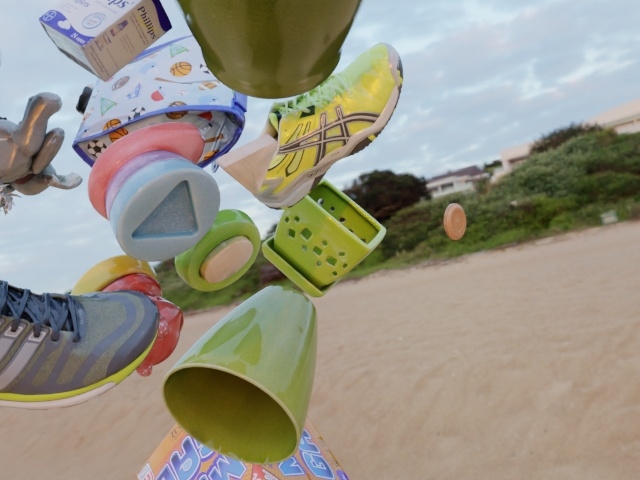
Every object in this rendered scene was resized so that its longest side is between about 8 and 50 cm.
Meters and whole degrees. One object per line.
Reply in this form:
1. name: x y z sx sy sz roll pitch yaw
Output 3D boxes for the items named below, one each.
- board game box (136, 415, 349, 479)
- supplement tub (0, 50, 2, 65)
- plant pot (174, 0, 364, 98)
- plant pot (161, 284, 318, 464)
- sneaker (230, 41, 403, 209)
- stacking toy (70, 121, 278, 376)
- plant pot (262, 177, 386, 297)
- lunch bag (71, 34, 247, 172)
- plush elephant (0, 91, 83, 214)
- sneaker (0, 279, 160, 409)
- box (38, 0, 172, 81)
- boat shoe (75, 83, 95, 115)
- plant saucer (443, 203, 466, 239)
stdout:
1. board game box: -0.199 0.650 1.878 0.356 0.356 0.356 26 -74 -45
2. supplement tub: -0.781 -0.473 1.371 0.241 0.241 0.331 -11 -38 -9
3. plant pot: -0.073 -0.402 1.024 0.367 0.366 0.353 -11 -26 -8
4. plant pot: -0.117 0.230 1.374 0.275 0.274 0.293 -14 31 33
5. sneaker: -0.005 -0.218 1.300 0.384 0.145 0.147 -46 -46 12
6. stacking toy: -0.156 0.012 0.898 0.280 0.130 0.308 -15 -44 -38
7. plant pot: 0.000 0.000 1.742 0.207 0.228 0.227 -50 -4 21
8. lunch bag: -0.341 -0.310 1.672 0.386 0.327 0.239 -21 -46 16
9. plush elephant: -0.758 -0.216 1.784 0.272 0.329 0.255 0 -2 1
10. sneaker: -0.278 0.077 0.604 0.300 0.111 0.121 -6 -45 -35
11. box: -0.315 -0.320 1.034 0.137 0.126 0.072 -45 -33 -17
12. boat shoe: -0.560 -0.369 2.043 0.158 0.127 0.340 31 16 3
13. plant saucer: 0.310 -0.043 1.609 0.013 0.083 0.084 -1 5 44
